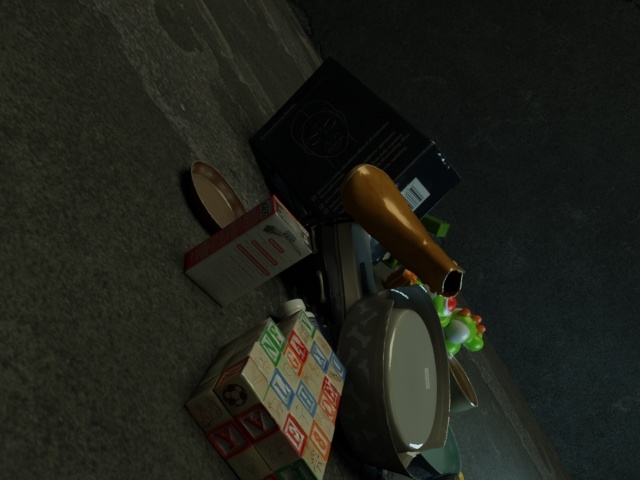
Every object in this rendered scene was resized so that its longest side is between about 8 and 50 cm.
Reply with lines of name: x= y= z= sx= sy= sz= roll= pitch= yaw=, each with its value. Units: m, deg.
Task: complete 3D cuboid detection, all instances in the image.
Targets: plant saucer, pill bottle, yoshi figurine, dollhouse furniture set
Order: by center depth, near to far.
pill bottle: x=-0.031 y=0.164 z=1.114 sx=0.067 sy=0.067 sz=0.120 roll=28 pitch=34 yaw=-62
plant saucer: x=-0.183 y=-0.064 z=1.155 sx=0.168 sy=0.029 sz=0.168 roll=52 pitch=16 yaw=-21
plant saucer: x=0.206 y=0.386 z=1.451 sx=0.317 sy=0.044 sz=0.317 roll=49 pitch=17 yaw=-21
dollhouse furniture set: x=0.216 y=0.009 z=1.807 sx=0.151 sy=0.197 sz=0.302 roll=28 pitch=11 yaw=23
yoshi figurine: x=0.341 y=0.252 z=2.028 sx=0.362 sy=0.203 sz=0.203 roll=38 pitch=-19 yaw=-18

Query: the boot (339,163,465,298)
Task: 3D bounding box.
boot: x=0.164 y=-0.010 z=1.194 sx=0.211 sy=0.104 sz=0.295 roll=46 pitch=1 yaw=36

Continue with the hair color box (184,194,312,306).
hair color box: x=-0.107 y=0.018 z=0.966 sx=0.093 sy=0.167 sz=0.053 roll=49 pitch=18 yaw=-34

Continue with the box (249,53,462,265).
box: x=0.076 y=-0.191 z=1.544 sx=0.395 sy=0.293 sz=0.212 roll=50 pitch=9 yaw=33

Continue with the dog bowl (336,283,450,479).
dog bowl: x=0.137 y=0.251 z=1.186 sx=0.349 sy=0.102 sz=0.348 roll=21 pitch=66 yaw=-60

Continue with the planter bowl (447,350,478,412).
planter bowl: x=0.330 y=0.390 z=1.733 sx=0.162 sy=0.109 sz=0.162 roll=52 pitch=17 yaw=-23

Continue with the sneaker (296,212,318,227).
sneaker: x=0.000 y=0.000 z=1.530 sx=0.185 sy=0.070 sz=0.083 roll=32 pitch=25 yaw=-57

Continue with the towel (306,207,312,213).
towel: x=-0.023 y=-0.126 z=1.807 sx=0.102 sy=0.021 sz=0.237 roll=53 pitch=16 yaw=1

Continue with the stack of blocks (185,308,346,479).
stack of blocks: x=-0.059 y=0.202 z=0.910 sx=0.171 sy=0.087 sz=0.297 roll=56 pitch=15 yaw=-8

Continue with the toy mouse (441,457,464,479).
toy mouse: x=0.299 y=0.549 z=1.472 sx=0.143 sy=0.031 sz=0.161 roll=37 pitch=26 yaw=-54

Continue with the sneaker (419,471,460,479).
sneaker: x=0.180 y=0.473 z=1.074 sx=0.341 sy=0.125 sz=0.139 roll=21 pitch=50 yaw=-59

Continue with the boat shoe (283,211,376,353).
boat shoe: x=0.020 y=0.119 z=1.280 sx=0.127 sy=0.158 sz=0.340 roll=9 pitch=76 yaw=-63
